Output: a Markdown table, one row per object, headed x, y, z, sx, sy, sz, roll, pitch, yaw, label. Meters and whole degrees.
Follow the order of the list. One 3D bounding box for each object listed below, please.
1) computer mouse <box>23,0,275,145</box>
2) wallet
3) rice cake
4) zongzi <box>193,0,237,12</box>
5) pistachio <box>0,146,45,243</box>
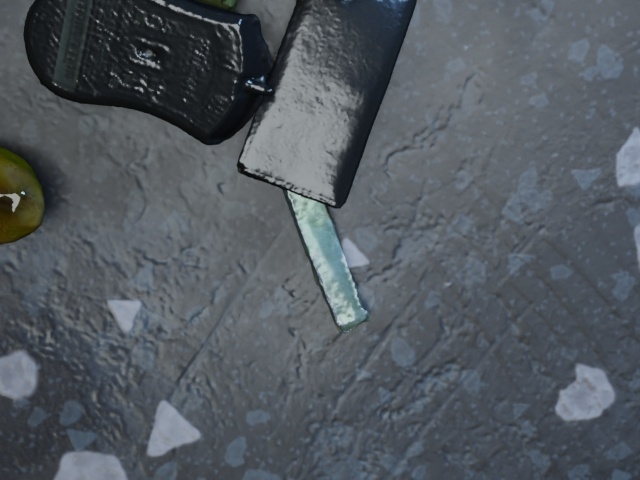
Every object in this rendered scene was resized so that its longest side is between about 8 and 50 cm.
| x | y | z | sx | sy | sz | roll | pitch | yaw | label |
| --- | --- | --- | --- | --- | --- | --- | --- | --- | --- |
| -0.169 | -0.197 | 1.341 | 0.264 | 0.088 | 0.147 | 21 | 114 | 3 | computer mouse |
| 0.008 | -0.166 | 1.366 | 0.124 | 0.025 | 0.244 | 20 | 89 | -6 | wallet |
| 0.000 | 0.000 | 1.410 | 0.043 | 0.034 | 0.211 | -21 | 99 | -5 | rice cake |
| -0.129 | -0.304 | 1.349 | 0.109 | 0.055 | 0.119 | 14 | 89 | 0 | zongzi |
| -0.378 | -0.053 | 1.372 | 0.189 | 0.100 | 0.110 | 3 | 78 | 8 | pistachio |
